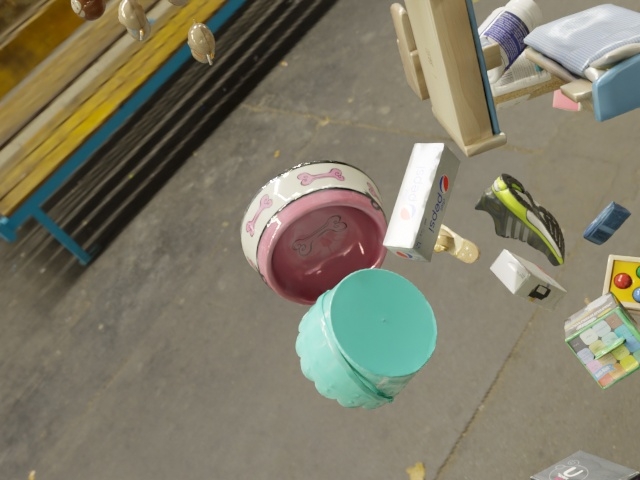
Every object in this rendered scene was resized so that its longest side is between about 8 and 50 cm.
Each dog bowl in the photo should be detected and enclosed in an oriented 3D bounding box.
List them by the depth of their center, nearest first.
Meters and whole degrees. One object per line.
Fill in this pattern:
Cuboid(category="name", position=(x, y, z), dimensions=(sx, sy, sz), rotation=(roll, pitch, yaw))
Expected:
Cuboid(category="dog bowl", position=(0.000, 0.000, 1.775), dimensions=(0.408, 0.408, 0.150), rotation=(-32, 39, 4))

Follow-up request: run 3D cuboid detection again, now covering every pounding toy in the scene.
Cuboid(category="pounding toy", position=(0.739, 0.146, 1.648), dimensions=(0.181, 0.094, 0.206), rotation=(7, 75, 33))

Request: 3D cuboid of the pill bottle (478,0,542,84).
Cuboid(category="pill bottle", position=(0.400, -0.445, 1.475), dimensions=(0.186, 0.112, 0.112), rotation=(-48, 41, -13))

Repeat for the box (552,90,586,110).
Cuboid(category="box", position=(0.804, -0.511, 2.005), dimensions=(0.149, 0.232, 0.127), rotation=(-6, 18, -19))

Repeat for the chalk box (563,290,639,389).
Cuboid(category="chalk box", position=(0.609, 0.214, 1.412), dimensions=(0.132, 0.132, 0.213), rotation=(-38, -4, 20))

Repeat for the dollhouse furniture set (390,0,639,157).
Cuboid(category="dollhouse furniture set", position=(0.256, -0.278, 0.778), dimensions=(0.303, 0.198, 0.286), rotation=(-20, 32, 2))

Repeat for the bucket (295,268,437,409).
Cuboid(category="bucket", position=(0.099, 0.205, 1.421), dimensions=(0.183, 0.281, 0.281), rotation=(122, 169, -55))

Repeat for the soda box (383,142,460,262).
Cuboid(category="soda box", position=(0.253, -0.095, 1.660), dimensions=(0.091, 0.098, 0.286), rotation=(6, 71, 41))

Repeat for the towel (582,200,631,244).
Cuboid(category="towel", position=(0.745, -0.041, 1.739), dimensions=(0.119, 0.067, 0.029), rotation=(-59, 15, 32))

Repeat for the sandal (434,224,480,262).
Cuboid(category="sandal", position=(0.355, -0.001, 1.985), dimensions=(0.240, 0.079, 0.088), rotation=(26, 103, 30))

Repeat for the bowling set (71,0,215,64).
Cuboid(category="bowling set", position=(-0.291, -0.387, 1.045), dimensions=(0.200, 0.287, 0.154), rotation=(-24, 9, -7))

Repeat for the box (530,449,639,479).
Cuboid(category="box", position=(0.548, 0.581, 1.312), dimensions=(0.143, 0.270, 0.165), rotation=(-18, 4, -21))

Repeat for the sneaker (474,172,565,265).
Cuboid(category="sneaker", position=(0.527, -0.041, 1.744), dimensions=(0.121, 0.300, 0.111), rotation=(-36, 14, 38))

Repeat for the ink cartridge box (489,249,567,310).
Cuboid(category="ink cartridge box", position=(0.572, 0.110, 1.845), dimensions=(0.072, 0.175, 0.127), rotation=(-55, 34, 18))

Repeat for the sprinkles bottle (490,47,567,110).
Cuboid(category="sprinkles bottle", position=(0.481, -0.388, 1.583), dimensions=(0.355, 0.121, 0.121), rotation=(-17, 42, 6))
